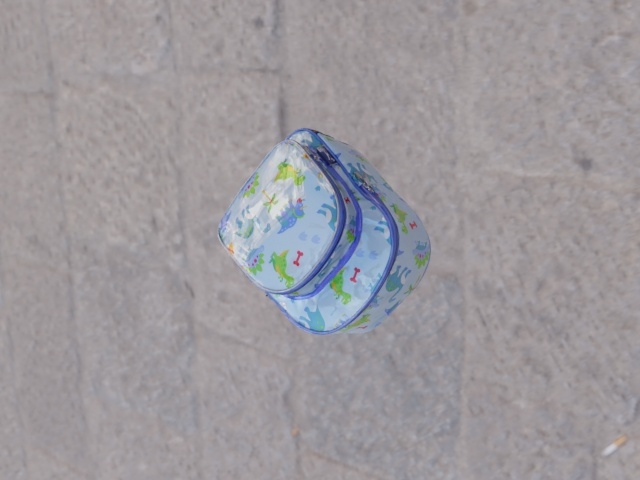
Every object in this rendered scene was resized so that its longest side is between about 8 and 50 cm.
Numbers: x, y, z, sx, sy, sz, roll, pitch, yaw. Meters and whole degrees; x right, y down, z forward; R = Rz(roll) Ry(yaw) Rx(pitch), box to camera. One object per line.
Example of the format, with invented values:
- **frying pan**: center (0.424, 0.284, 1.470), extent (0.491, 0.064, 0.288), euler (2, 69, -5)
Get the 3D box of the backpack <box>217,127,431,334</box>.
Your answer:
- **backpack**: center (0.000, 0.000, 0.610), extent (0.114, 0.084, 0.105), euler (46, 109, 25)
